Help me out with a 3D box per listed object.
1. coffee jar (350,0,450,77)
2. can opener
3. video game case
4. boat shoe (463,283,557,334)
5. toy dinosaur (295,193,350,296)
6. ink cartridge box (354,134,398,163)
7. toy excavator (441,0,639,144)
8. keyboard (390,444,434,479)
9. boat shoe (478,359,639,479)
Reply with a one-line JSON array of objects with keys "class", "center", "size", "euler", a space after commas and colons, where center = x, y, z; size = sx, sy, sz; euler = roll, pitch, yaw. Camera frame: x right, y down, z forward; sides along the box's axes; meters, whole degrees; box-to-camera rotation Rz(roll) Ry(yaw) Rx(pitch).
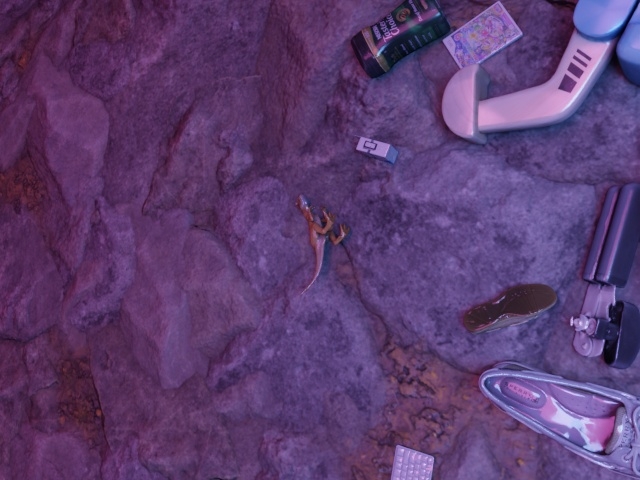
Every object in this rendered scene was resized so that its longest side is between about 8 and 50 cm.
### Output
[{"class": "coffee jar", "center": [0.153, -0.405, 1.073], "size": [0.184, 0.079, 0.096], "euler": [-30, 68, 20]}, {"class": "can opener", "center": [0.455, 0.052, 0.845], "size": [0.093, 0.074, 0.280], "euler": [13, 88, -5]}, {"class": "video game case", "center": [0.303, -0.381, 1.029], "size": [0.122, 0.011, 0.087], "euler": [-32, 68, 19]}, {"class": "boat shoe", "center": [0.317, 0.118, 0.914], "size": [0.153, 0.048, 0.056], "euler": [-27, 57, 14]}, {"class": "toy dinosaur", "center": [0.000, 0.000, 1.098], "size": [0.112, 0.064, 0.211], "euler": [-31, 57, 39]}, {"class": "ink cartridge box", "center": [0.105, -0.179, 1.073], "size": [0.083, 0.048, 0.028], "euler": [22, 91, 30]}, {"class": "toy excavator", "center": [0.454, -0.312, 0.842], "size": [0.433, 0.222, 0.445], "euler": [30, 104, 30]}, {"class": "keyboard", "center": [0.144, 0.493, 0.945], "size": [0.072, 0.014, 0.255], "euler": [7, 83, 28]}, {"class": "boat shoe", "center": [0.395, 0.265, 0.805], "size": [0.321, 0.103, 0.118], "euler": [21, 90, 29]}]
